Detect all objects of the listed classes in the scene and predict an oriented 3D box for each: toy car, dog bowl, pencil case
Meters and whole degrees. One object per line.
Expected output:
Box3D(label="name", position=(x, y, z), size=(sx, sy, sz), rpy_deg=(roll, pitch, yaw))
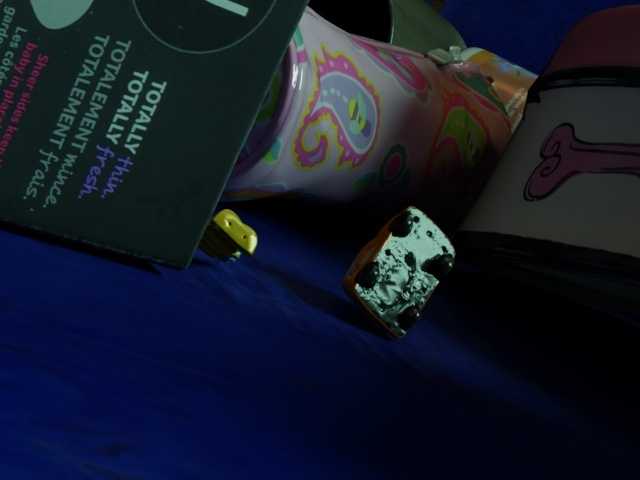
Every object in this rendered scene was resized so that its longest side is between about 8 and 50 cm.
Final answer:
Box3D(label="toy car", position=(0.000, 0.000, 0.719), size=(0.122, 0.060, 0.040), rpy_deg=(28, -24, -26))
Box3D(label="dog bowl", position=(0.286, -0.011, 0.908), size=(0.408, 0.150, 0.408), rpy_deg=(15, -3, 1))
Box3D(label="pencil case", position=(0.005, -0.070, 0.905), size=(0.124, 0.124, 0.284), rpy_deg=(31, 12, 29))

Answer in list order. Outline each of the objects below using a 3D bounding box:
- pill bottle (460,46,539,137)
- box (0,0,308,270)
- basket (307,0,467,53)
Box3D(label="pill bottle", position=(0.175, -0.045, 1.189), size=(0.216, 0.121, 0.121), rpy_deg=(29, 10, 20))
Box3D(label="box", position=(-0.154, -0.115, 0.601), size=(0.270, 0.165, 0.143), rpy_deg=(18, 12, -38))
Box3D(label="basket", position=(0.012, -0.142, 1.233), size=(0.204, 0.154, 0.227), rpy_deg=(20, 2, 28))
